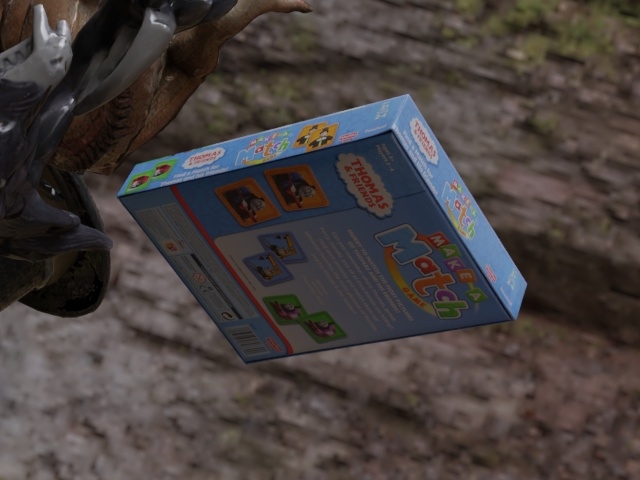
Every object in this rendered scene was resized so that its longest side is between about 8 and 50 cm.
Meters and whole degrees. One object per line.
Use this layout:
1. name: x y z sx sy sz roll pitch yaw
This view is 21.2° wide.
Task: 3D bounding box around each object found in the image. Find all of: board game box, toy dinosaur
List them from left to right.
1. toy dinosaur: -0.123 -0.089 0.857 0.127 0.200 0.295 38 7 -25
2. board game box: 0.000 0.000 1.068 0.211 0.039 0.160 -11 -52 35

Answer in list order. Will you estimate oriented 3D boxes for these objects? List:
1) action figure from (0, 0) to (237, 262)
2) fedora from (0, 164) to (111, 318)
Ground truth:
1. action figure: -0.114 -0.099 0.514 0.164 0.275 0.141 19 -47 -43
2. fedora: -0.314 -0.036 1.233 0.334 0.152 0.334 32 -31 22
